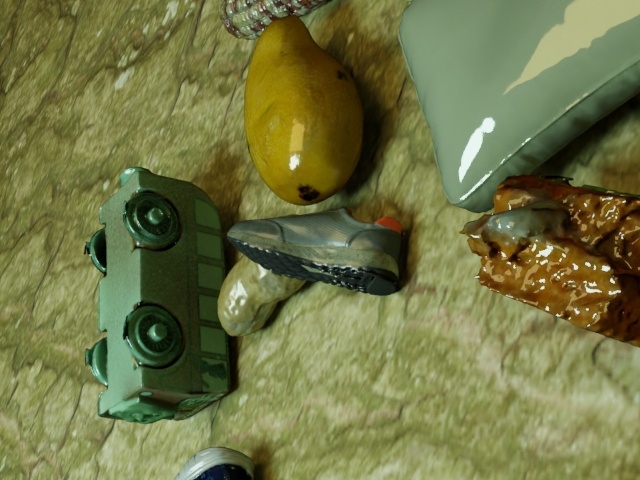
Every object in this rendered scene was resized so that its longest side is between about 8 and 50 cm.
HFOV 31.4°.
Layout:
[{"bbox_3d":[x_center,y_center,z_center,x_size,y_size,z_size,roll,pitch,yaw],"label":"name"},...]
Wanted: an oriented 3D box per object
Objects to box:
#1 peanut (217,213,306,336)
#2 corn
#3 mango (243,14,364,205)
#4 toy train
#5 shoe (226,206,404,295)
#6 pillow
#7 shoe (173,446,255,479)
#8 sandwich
[{"bbox_3d":[-0.061,0.044,1.283,0.174,0.080,0.080,-52,39,29],"label":"peanut"},{"bbox_3d":[-0.039,-0.313,1.436,0.237,0.079,0.079,-14,62,45],"label":"corn"},{"bbox_3d":[-0.020,-0.146,1.298,0.157,0.109,0.262,-53,32,37],"label":"mango"},{"bbox_3d":[-0.194,0.063,1.381,0.129,0.159,0.326,-34,51,43],"label":"toy train"},{"bbox_3d":[-0.001,-0.001,1.188,0.194,0.074,0.077,13,70,24],"label":"shoe"},{"bbox_3d":[0.207,-0.201,1.008,0.322,0.120,0.255,-40,47,32],"label":"pillow"},{"bbox_3d":[-0.139,0.321,1.228,0.207,0.091,0.106,-51,33,18],"label":"shoe"},{"bbox_3d":[0.223,0.019,0.822,0.292,0.212,0.109,15,100,42],"label":"sandwich"}]
